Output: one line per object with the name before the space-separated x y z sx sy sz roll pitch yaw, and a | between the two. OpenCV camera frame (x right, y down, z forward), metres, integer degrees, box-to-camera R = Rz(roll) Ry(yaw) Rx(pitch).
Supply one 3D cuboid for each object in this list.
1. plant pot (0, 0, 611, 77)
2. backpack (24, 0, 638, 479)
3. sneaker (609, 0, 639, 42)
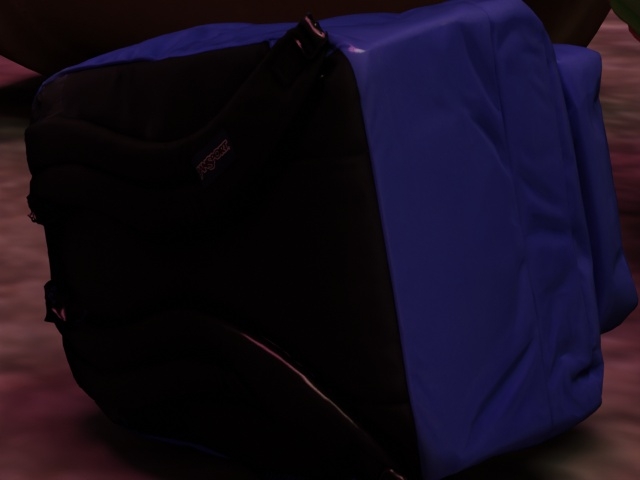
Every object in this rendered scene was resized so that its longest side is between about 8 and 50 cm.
plant pot | -0.003 -0.150 0.696 0.229 0.263 0.263 29 30 25
backpack | 0.000 0.000 0.395 0.101 0.098 0.120 -12 8 -44
sneaker | 0.157 -0.098 0.341 0.185 0.202 0.483 -13 25 -12
